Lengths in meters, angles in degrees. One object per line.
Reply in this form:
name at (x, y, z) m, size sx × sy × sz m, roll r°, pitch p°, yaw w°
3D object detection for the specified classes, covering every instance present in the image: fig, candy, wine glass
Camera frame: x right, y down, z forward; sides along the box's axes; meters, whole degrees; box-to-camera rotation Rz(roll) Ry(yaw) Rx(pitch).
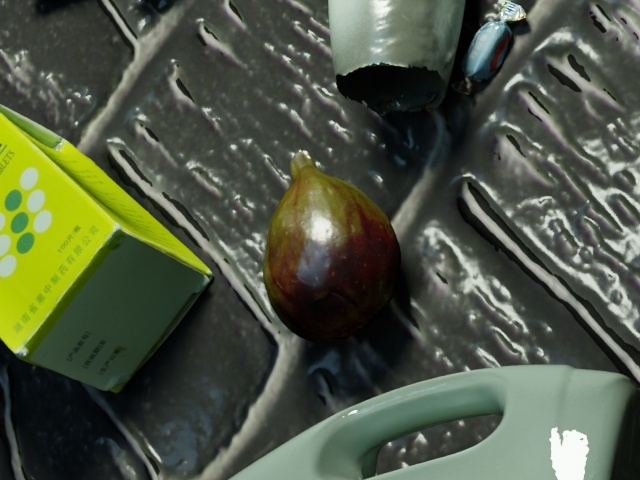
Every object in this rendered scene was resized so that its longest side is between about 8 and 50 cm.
fig at (0.000, 0.000, 1.329) m, size 0.109 × 0.103 × 0.155 m, roll -23°, pitch 65°, yaw -2°
candy at (0.134, -0.151, 1.356) m, size 0.030 × 0.020 × 0.083 m, roll 30°, pitch 89°, yaw 39°
wine glass at (0.062, -0.207, 1.370) m, size 0.111 × 0.111 × 0.204 m, roll -9°, pitch 65°, yaw 30°

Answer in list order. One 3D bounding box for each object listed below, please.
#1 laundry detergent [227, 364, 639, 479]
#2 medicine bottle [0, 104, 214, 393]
laundry detergent at (0.030, 0.220, 1.201) m, size 0.398 × 0.124 × 0.264 m, roll -6°, pitch 66°, yaw 31°
medicine bottle at (-0.234, 0.002, 1.459) m, size 0.250 × 0.141 × 0.137 m, roll 40°, pitch 97°, yaw 37°
